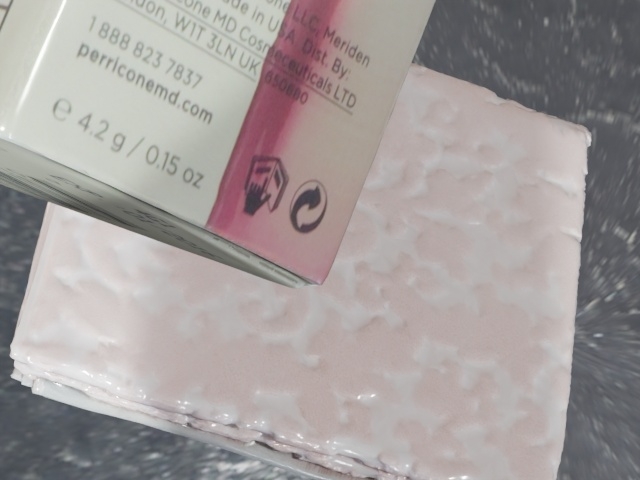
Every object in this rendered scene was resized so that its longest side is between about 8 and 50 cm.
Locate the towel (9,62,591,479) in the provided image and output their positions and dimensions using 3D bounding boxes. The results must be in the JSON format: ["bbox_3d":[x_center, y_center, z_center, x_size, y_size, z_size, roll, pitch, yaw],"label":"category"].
[{"bbox_3d":[0.000,0.000,1.075,0.332,0.053,0.317,19,52,-10],"label":"towel"}]

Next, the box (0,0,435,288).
[{"bbox_3d":[-0.044,-0.124,0.487,0.149,0.127,0.232,18,83,42],"label":"box"}]
